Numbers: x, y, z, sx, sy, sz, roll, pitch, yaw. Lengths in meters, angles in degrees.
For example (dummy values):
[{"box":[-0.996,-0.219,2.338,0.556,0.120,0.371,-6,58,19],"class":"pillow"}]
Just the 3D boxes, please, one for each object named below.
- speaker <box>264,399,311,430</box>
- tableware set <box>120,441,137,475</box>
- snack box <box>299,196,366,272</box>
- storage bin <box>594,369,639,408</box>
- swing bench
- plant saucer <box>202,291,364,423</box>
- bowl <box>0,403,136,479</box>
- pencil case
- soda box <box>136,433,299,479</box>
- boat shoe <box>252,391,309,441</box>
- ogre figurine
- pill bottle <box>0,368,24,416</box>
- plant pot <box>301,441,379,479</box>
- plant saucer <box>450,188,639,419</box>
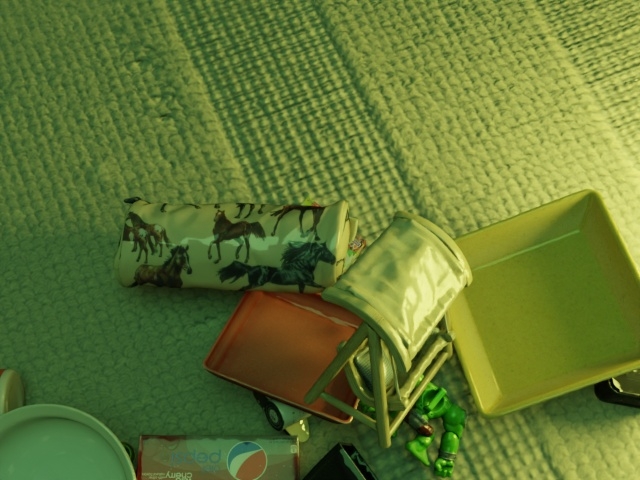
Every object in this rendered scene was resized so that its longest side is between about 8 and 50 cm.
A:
[{"box":[-0.025,0.272,1.489,0.136,0.055,0.055,-20,69,-34],"class":"speaker"},{"box":[-0.370,0.394,1.477,0.154,0.024,0.104,-6,70,-4],"class":"tableware set"},{"box":[0.000,0.000,1.629,0.141,0.037,0.100,37,74,12],"class":"snack box"},{"box":[0.559,0.197,1.541,0.122,0.084,0.180,10,70,3],"class":"storage bin"},{"box":[0.115,0.132,1.372,0.165,0.255,0.253,26,42,18],"class":"swing bench"},{"box":[-0.039,0.187,1.502,0.258,0.048,0.259,20,41,6],"class":"plant saucer"},{"box":[-0.420,0.409,1.392,0.297,0.134,0.298,-1,78,3],"class":"bowl"},{"box":[-0.142,0.004,1.529,0.410,0.160,0.184,1,31,5],"class":"pencil case"},{"box":[-0.167,0.372,1.446,0.263,0.083,0.092,2,67,-5],"class":"soda box"},{"box":[-0.068,0.293,1.515,0.049,0.042,0.133,-34,83,-39],"class":"boat shoe"},{"box":[0.171,0.299,1.489,0.197,0.097,0.118,39,84,24],"class":"ogre figurine"},{"box":[-0.620,0.280,1.461,0.221,0.124,0.124,-3,69,-3],"class":"pill bottle"},{"box":[0.030,0.447,1.392,0.167,0.188,0.187,-37,74,0],"class":"plant pot"},{"box":[0.385,0.115,1.524,0.332,0.081,0.333,-21,62,8],"class":"plant saucer"}]
